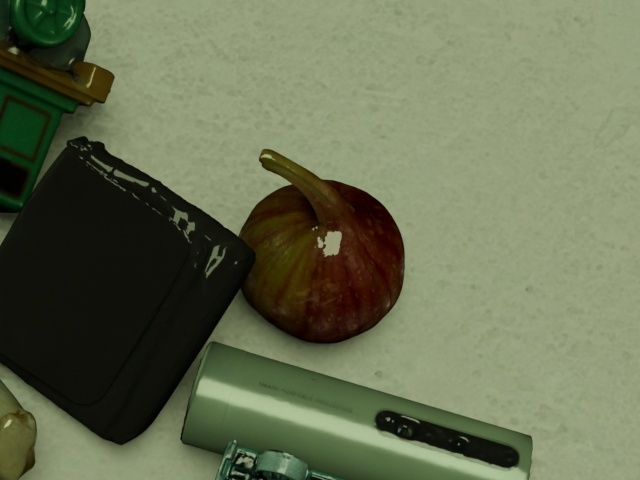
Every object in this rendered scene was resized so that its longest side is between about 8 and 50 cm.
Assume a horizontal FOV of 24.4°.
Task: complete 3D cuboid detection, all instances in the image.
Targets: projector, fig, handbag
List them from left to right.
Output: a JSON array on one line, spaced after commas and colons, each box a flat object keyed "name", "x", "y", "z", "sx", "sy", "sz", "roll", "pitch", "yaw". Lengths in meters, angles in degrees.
[{"name": "handbag", "x": -0.209, "y": 0.049, "z": 1.447, "sx": 0.223, "sy": 0.080, "sz": 0.247, "roll": 35, "pitch": 101, "yaw": 10}, {"name": "fig", "x": 0.006, "y": 0.004, "z": 1.467, "sx": 0.175, "sy": 0.207, "sz": 0.175, "roll": 6, "pitch": 57, "yaw": -9}, {"name": "projector", "x": 0.035, "y": 0.195, "z": 1.446, "sx": 0.338, "sy": 0.108, "sz": 0.108, "roll": 16, "pitch": 67, "yaw": 0}]

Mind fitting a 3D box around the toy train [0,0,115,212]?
[{"name": "toy train", "x": -0.388, "y": -0.180, "z": 1.430, "sx": 0.429, "sy": 0.178, "sz": 0.249, "roll": 23, "pitch": 83, "yaw": -43}]

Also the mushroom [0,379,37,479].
[{"name": "mushroom", "x": -0.395, "y": 0.101, "z": 1.428, "sx": 0.351, "sy": 0.109, "sz": 0.097, "roll": 43, "pitch": 42, "yaw": 16}]

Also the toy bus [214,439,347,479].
[{"name": "toy bus", "x": 0.018, "y": 0.292, "z": 1.382, "sx": 0.256, "sy": 0.147, "sz": 0.128, "roll": 17, "pitch": 68, "yaw": 5}]
